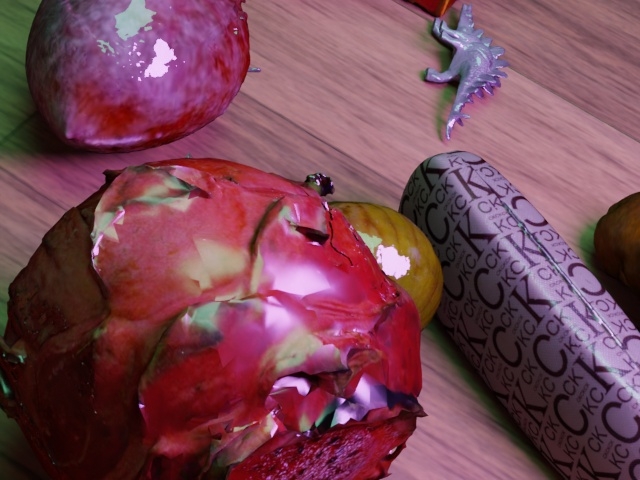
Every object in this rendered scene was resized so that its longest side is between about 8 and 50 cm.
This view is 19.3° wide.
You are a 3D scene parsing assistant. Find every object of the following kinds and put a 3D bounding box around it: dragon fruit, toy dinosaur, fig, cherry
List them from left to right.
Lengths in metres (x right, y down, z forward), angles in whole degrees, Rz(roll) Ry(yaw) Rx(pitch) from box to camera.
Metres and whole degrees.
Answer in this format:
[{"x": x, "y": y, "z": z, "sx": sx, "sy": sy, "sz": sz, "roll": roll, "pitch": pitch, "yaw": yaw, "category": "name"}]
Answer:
[{"x": -0.166, "y": -0.162, "z": 1.655, "sx": 0.192, "sy": 0.175, "sz": 0.249, "roll": 35, "pitch": 46, "yaw": -2, "category": "cherry"}, {"x": -0.082, "y": 0.089, "z": 1.355, "sx": 0.302, "sy": 0.295, "sz": 0.295, "roll": 43, "pitch": 46, "yaw": 6, "category": "dragon fruit"}, {"x": 0.000, "y": 0.000, "z": 1.586, "sx": 0.151, "sy": 0.151, "sz": 0.259, "roll": -1, "pitch": 34, "yaw": -23, "category": "fig"}, {"x": 0.147, "y": -0.172, "z": 1.882, "sx": 0.082, "sy": 0.039, "sz": 0.209, "roll": 19, "pitch": 43, "yaw": -5, "category": "toy dinosaur"}]

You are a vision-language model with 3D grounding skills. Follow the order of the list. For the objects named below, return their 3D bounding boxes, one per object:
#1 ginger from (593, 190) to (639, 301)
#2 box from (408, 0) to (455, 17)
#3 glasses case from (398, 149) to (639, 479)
[{"x": 0.347, "y": 0.057, "z": 1.642, "sx": 0.172, "sy": 0.165, "sz": 0.321, "roll": -13, "pitch": 31, "yaw": 4, "category": "ginger"}, {"x": 0.184, "y": -0.398, "z": 2.008, "sx": 0.089, "sy": 0.197, "sz": 0.313, "roll": 30, "pitch": 43, "yaw": 8, "category": "box"}, {"x": 0.179, "y": 0.071, "z": 1.577, "sx": 0.085, "sy": 0.137, "sz": 0.354, "roll": -16, "pitch": 55, "yaw": -32, "category": "glasses case"}]
